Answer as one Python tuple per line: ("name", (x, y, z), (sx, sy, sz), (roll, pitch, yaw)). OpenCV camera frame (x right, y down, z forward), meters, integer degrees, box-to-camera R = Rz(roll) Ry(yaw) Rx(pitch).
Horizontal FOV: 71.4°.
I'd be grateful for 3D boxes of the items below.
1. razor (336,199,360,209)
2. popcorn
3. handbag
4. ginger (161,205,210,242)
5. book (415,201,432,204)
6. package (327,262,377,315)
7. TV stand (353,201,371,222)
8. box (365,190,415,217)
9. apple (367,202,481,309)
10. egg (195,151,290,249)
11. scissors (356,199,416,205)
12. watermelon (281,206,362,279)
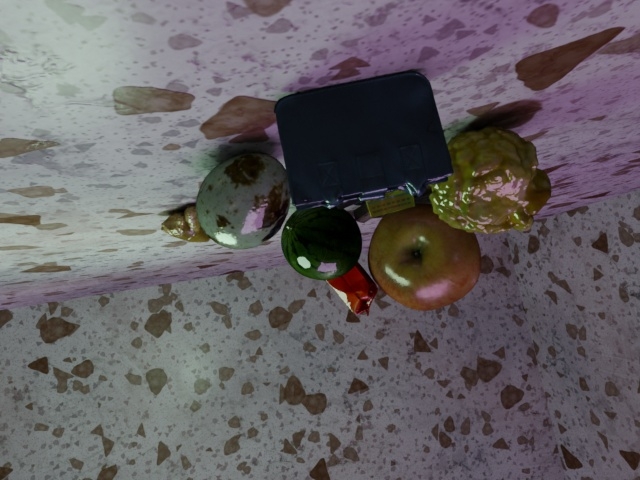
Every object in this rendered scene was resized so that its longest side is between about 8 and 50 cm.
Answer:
("razor", (0.106, -0.128, 1.189), (0.148, 0.054, 0.090), (-16, 168, 12))
("popcorn", (0.350, -0.128, 0.950), (0.259, 0.212, 0.259), (-4, 132, -5))
("handbag", (0.060, -0.134, 0.638), (0.229, 0.179, 0.062), (-12, 172, 0))
("ginger", (-0.349, -0.033, 1.189), (0.115, 0.081, 0.205), (-41, 166, -7))
("book", (0.320, -0.117, 1.725), (0.168, 0.013, 0.192), (-5, 171, -37))
("package", (0.054, 0.079, 1.598), (0.123, 0.423, 0.196), (-41, 175, 4))
("TV stand", (0.174, -0.109, 1.269), (0.042, 0.036, 0.249), (4, 160, -28))
("box", (0.165, -0.128, 1.104), (0.121, 0.030, 0.193), (-15, 150, 9))
("apple", (0.353, 0.052, 1.538), (0.392, 0.391, 0.346), (-13, 163, 20))
("egg", (-0.140, -0.076, 0.835), (0.169, 0.169, 0.231), (-5, 157, -35))
("scissors", (0.218, -0.131, 1.373), (0.138, 0.041, 0.289), (-26, 164, 37))
("watermelon", (0.004, 0.001, 1.328), (0.242, 0.242, 0.242), (-10, 172, -1))
